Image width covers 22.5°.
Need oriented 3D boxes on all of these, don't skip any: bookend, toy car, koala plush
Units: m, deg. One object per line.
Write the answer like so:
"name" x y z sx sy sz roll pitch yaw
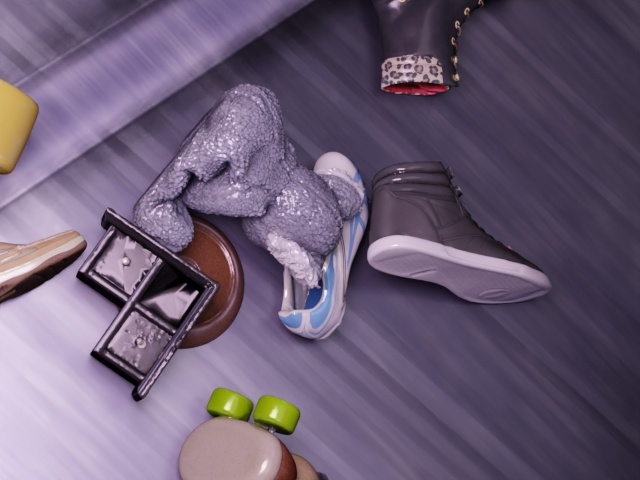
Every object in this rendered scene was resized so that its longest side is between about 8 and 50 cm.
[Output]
"bookend" -0.222 0.073 1.813 0.157 0.072 0.156 36 76 -5
"toy car" -0.059 0.281 1.846 0.188 0.149 0.155 40 65 -41
"koala plush" -0.061 -0.053 1.846 0.221 0.203 0.196 39 45 -8

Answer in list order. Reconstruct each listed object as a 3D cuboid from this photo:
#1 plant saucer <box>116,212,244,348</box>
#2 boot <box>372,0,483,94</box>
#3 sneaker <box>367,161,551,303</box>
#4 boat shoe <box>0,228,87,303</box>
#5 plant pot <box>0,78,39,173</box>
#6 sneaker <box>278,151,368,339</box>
"plant saucer" -0.165 0.043 1.896 0.168 0.029 0.168 6 75 -23
"boot" 0.175 -0.279 2.099 0.236 0.085 0.179 0 78 -17
"sneaker" 0.177 -0.015 2.002 0.295 0.104 0.147 17 58 -36
"boat shoe" -0.355 0.026 1.800 0.190 0.068 0.072 -29 77 -27
"plant pot" -0.459 -0.082 1.698 0.254 0.254 0.239 23 84 -16
"sneaker" 0.000 0.000 1.939 0.086 0.085 0.237 30 63 -52
